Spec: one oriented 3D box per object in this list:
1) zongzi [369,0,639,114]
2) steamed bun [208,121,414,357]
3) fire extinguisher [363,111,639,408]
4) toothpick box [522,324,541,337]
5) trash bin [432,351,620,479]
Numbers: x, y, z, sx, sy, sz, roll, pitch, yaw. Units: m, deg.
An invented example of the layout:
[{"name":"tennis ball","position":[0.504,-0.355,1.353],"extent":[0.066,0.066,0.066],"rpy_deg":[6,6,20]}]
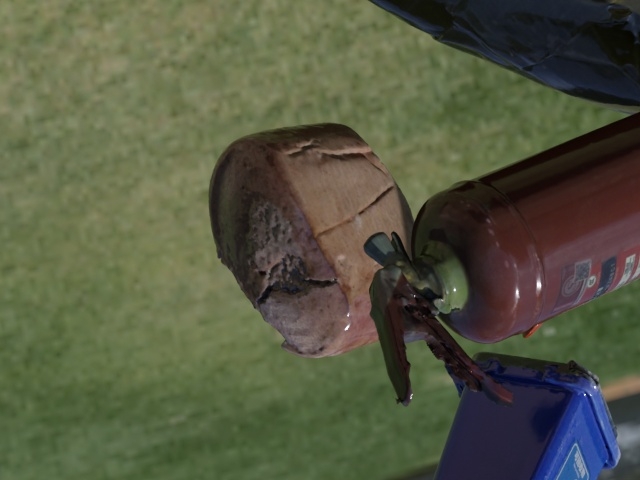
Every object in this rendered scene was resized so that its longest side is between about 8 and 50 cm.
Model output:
[{"name":"zongzi","position":[0.223,-0.167,1.270],"extent":[0.392,0.174,0.356],"rpy_deg":[0,-162,-34]},{"name":"steamed bun","position":[0.000,0.000,1.324],"extent":[0.106,0.175,0.145],"rpy_deg":[-33,170,36]},{"name":"fire extinguisher","position":[0.160,0.009,1.145],"extent":[0.337,0.147,0.106],"rpy_deg":[-23,146,-28]},{"name":"toothpick box","position":[0.189,0.059,1.796],"extent":[0.047,0.083,0.047],"rpy_deg":[-53,180,0]},{"name":"trash bin","position":[0.192,0.245,1.875],"extent":[0.184,0.234,0.162],"rpy_deg":[6,142,31]}]
